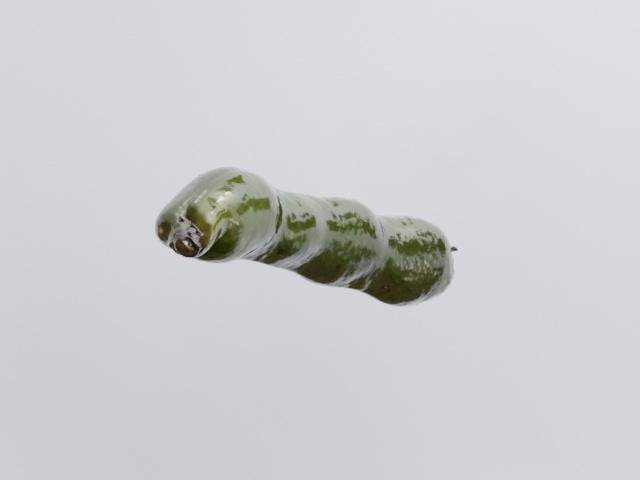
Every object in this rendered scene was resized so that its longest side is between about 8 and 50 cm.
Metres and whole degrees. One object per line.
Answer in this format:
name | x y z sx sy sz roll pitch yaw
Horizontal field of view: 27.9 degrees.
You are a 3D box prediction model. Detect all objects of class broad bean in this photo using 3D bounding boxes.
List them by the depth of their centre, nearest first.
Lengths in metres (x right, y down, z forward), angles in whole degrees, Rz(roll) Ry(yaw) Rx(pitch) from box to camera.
broad bean | 0.000 0.000 0.678 0.053 0.256 0.052 47 -71 29
